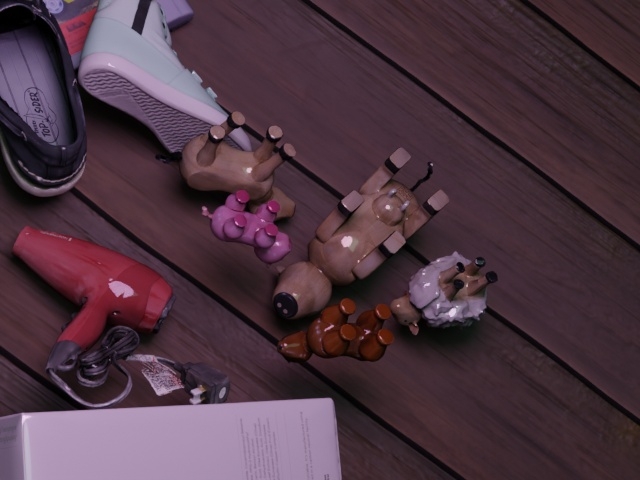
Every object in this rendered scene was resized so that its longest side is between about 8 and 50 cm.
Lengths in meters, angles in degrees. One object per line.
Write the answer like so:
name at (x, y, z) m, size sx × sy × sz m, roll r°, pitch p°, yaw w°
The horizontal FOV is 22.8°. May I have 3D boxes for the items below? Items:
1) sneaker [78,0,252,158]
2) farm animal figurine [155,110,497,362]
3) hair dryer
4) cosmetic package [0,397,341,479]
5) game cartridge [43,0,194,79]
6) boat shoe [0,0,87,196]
sneaker at (-0.166, -0.196, 1.846) m, size 0.256 × 0.094 × 0.151 m, roll 35°, pitch 48°, yaw -40°
farm animal figurine at (0.000, 0.000, 1.841) m, size 0.327 × 0.172 × 0.330 m, roll -21°, pitch 75°, yaw -36°
hair dryer at (-0.238, 0.072, 1.719) m, size 0.224 × 0.080 × 0.293 m, roll 9°, pitch 26°, yaw -51°
cosmetic package at (-0.178, 0.250, 1.618) m, size 0.366 × 0.197 × 0.155 m, roll 3°, pitch 78°, yaw -38°
game cartridge at (-0.320, -0.286, 1.879) m, size 0.294 × 0.060 × 0.196 m, roll -31°, pitch 81°, yaw -24°
boat shoe at (-0.344, -0.220, 1.759) m, size 0.127 × 0.113 × 0.340 m, roll -13°, pitch 78°, yaw -21°
